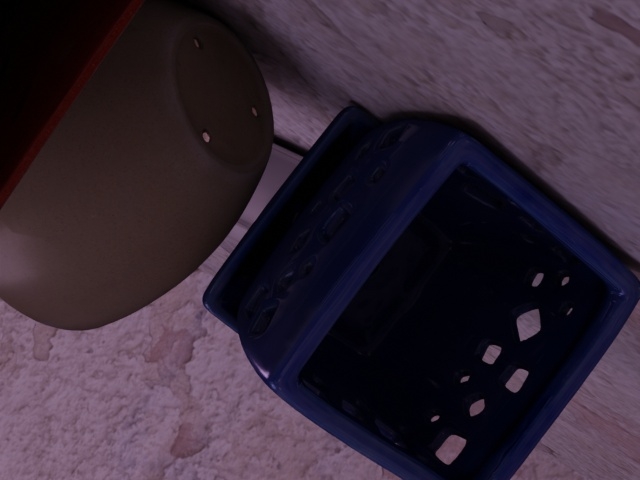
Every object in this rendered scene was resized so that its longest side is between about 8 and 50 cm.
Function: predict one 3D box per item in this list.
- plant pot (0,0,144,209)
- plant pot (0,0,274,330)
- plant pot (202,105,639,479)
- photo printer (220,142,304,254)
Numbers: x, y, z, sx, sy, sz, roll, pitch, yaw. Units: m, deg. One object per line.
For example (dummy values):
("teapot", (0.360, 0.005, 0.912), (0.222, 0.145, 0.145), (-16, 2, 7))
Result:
("plant pot", (-0.273, -0.196, 1.167), (0.267, 0.267, 0.236), (34, -177, -16))
("plant pot", (-0.151, -0.087, 1.386), (0.191, 0.284, 0.284), (-18, 140, 32))
("plant pot", (0.064, 0.042, 1.359), (0.236, 0.236, 0.212), (38, 177, -31))
("photo printer", (0.000, 0.000, 1.741), (0.307, 0.107, 0.256), (27, 170, 36))
